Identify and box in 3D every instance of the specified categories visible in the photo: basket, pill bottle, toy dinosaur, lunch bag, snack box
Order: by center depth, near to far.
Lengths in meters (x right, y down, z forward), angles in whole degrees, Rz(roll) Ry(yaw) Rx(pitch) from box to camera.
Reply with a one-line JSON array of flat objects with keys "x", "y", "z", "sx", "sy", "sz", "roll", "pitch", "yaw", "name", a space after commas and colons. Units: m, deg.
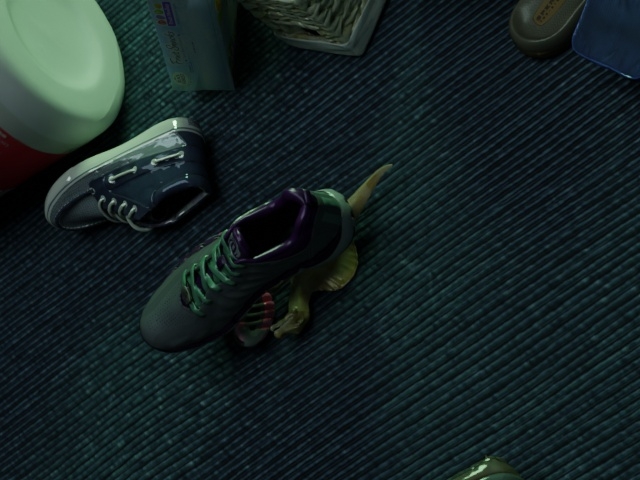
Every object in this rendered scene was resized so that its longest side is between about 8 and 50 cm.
[{"x": 0.257, "y": -0.166, "z": 1.588, "sx": 0.098, "sy": 0.065, "sz": 0.067, "roll": 36, "pitch": 109, "yaw": 44, "name": "lunch bag"}, {"x": 0.000, "y": 0.000, "z": 1.748, "sx": 0.092, "sy": 0.053, "sz": 0.183, "roll": 32, "pitch": 94, "yaw": 28, "name": "toy dinosaur"}, {"x": 0.002, "y": -0.271, "z": 1.831, "sx": 0.113, "sy": 0.103, "sz": 0.167, "roll": 15, "pitch": 80, "yaw": 45, "name": "basket"}, {"x": -0.117, "y": -0.274, "z": 1.885, "sx": 0.070, "sy": 0.174, "sz": 0.207, "roll": -1, "pitch": 64, "yaw": 4, "name": "snack box"}, {"x": -0.420, "y": -0.124, "z": 2.034, "sx": 0.407, "sy": 0.229, "sz": 0.229, "roll": -29, "pitch": 53, "yaw": 28, "name": "pill bottle"}]

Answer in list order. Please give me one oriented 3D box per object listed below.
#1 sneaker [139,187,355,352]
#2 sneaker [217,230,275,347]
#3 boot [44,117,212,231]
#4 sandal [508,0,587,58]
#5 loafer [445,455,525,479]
[{"x": -0.082, "y": 0.017, "z": 1.698, "sx": 0.223, "sy": 0.098, "sz": 0.083, "roll": -35, "pitch": 67, "yaw": 15, "name": "sneaker"}, {"x": -0.078, "y": 0.052, "z": 1.790, "sx": 0.057, "sy": 0.047, "sz": 0.119, "roll": -51, "pitch": 41, "yaw": 42, "name": "sneaker"}, {"x": -0.190, "y": -0.041, "z": 1.905, "sx": 0.190, "sy": 0.069, "sz": 0.086, "roll": -31, "pitch": 49, "yaw": 23, "name": "boot"}, {"x": 0.224, "y": -0.257, "z": 1.663, "sx": 0.219, "sy": 0.060, "sz": 0.090, "roll": -53, "pitch": 46, "yaw": 7, "name": "sandal"}, {"x": 0.049, "y": 0.252, "z": 1.541, "sx": 0.267, "sy": 0.096, "sz": 0.084, "roll": -46, "pitch": 41, "yaw": 16, "name": "loafer"}]
